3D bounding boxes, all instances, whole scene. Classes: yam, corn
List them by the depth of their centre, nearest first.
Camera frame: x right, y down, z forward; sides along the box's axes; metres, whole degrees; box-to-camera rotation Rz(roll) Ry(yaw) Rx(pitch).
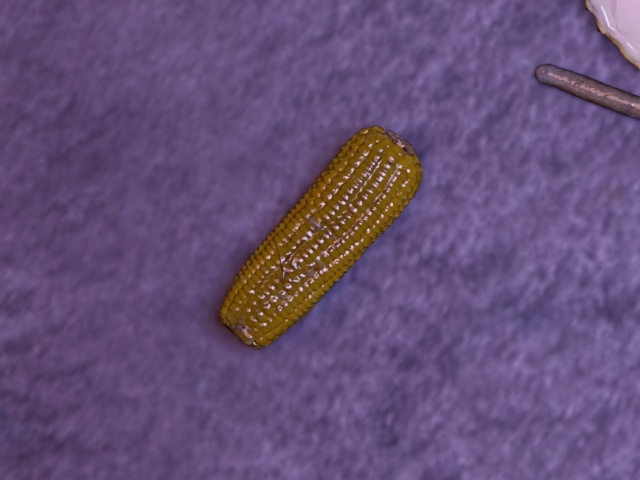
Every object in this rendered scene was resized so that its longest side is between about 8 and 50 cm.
[{"bbox_3d":[0.239,-0.126,1.673,0.116,0.021,0.021,22,91,15],"label":"yam"},{"bbox_3d":[0.000,0.000,1.700,0.080,0.080,0.231,42,96,15],"label":"corn"}]

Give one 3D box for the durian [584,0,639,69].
[{"bbox_3d":[0.322,-0.226,1.606,0.249,0.183,0.138,40,60,19],"label":"durian"}]
